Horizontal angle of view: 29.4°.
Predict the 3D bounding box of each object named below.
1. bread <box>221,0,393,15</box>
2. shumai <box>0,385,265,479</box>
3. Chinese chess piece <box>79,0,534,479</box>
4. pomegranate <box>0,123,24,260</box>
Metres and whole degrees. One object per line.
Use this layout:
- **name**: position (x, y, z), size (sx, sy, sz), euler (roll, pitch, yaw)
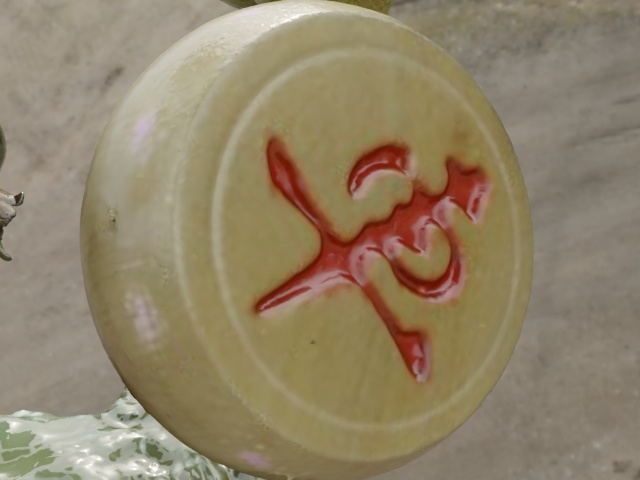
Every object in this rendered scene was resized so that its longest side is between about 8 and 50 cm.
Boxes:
- **bread**: position (-0.030, -0.175, 0.837), size (0.150, 0.065, 0.188), euler (15, 8, 21)
- **shumai**: position (-0.178, 0.265, 0.983), size (0.324, 0.324, 0.397), euler (7, 29, -29)
- **Chinese chess piece**: position (0.000, 0.000, 0.634), size (0.251, 0.250, 0.097), euler (-37, 16, -33)
- **pomegranate**: position (-0.296, -0.053, 0.983), size (0.122, 0.161, 0.122), euler (-44, 9, 8)
